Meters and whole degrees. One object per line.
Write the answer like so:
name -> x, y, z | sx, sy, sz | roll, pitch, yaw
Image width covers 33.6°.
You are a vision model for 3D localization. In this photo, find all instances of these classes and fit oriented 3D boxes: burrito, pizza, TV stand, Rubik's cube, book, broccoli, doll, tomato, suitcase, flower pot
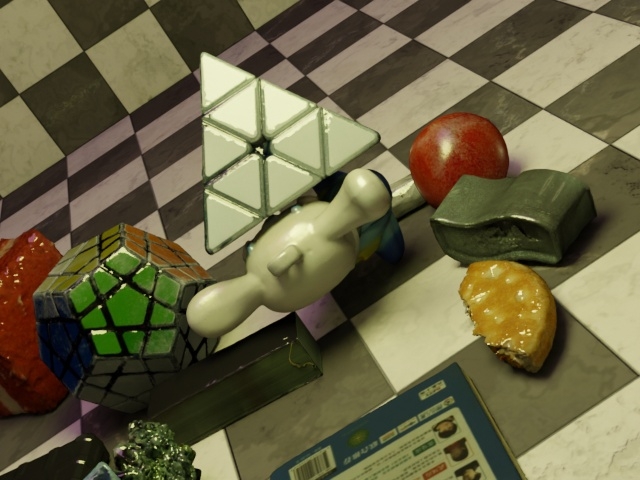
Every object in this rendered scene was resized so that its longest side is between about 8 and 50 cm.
burrito -> 0.161, -0.086, 1.856 | 0.203, 0.064, 0.064 | -30, 25, 7
pizza -> 0.253, 0.095, 1.410 | 0.127, 0.058, 0.246 | -34, 26, -4
TV stand -> -0.132, 0.217, 1.630 | 0.269, 0.083, 0.088 | -29, 24, 9
Rubik's cube -> -0.077, -0.128, 1.639 | 0.228, 0.233, 0.229 | 1, 36, -27
book -> 0.094, 0.324, 1.204 | 0.300, 0.039, 0.428 | -31, 24, 5
broccoli -> -0.303, 0.389, 1.484 | 0.304, 0.145, 0.165 | -42, 18, 12
Rubik's cube -> -0.326, 0.132, 1.796 | 0.264, 0.319, 0.319 | -17, 10, -40
doll -> -0.003, -0.008, 1.660 | 0.376, 0.187, 0.365 | -17, 4, 25
tomato -> 0.226, -0.130, 1.738 | 0.167, 0.167, 0.167 | -27, 25, 14
suitcase -> -0.474, 0.430, 1.671 | 0.285, 0.066, 0.206 | -27, 24, 15
flower pot -> 0.280, -0.030, 1.554 | 0.229, 0.103, 0.108 | 0, 41, 49

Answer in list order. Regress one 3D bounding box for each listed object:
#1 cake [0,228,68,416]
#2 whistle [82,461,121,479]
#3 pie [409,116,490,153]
cake -> -0.622, 0.166, 2.091 | 0.319, 0.269, 0.270 | -10, 34, 39
whistle -> -0.162, 0.358, 1.132 | 0.062, 0.304, 0.062 | -27, 26, 14
pie -> 0.252, -0.204, 1.995 | 0.191, 0.033, 0.088 | -5, 33, 47
